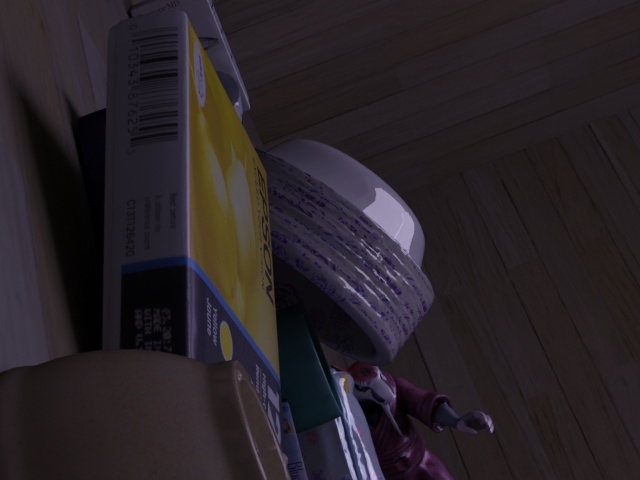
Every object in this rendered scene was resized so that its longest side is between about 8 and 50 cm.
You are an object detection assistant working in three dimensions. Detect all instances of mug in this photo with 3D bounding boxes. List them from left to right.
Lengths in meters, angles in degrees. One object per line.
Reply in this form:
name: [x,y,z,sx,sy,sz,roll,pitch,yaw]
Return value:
mug: [-0.041,0.147,1.384,0.157,0.097,0.129,67,2,-63]

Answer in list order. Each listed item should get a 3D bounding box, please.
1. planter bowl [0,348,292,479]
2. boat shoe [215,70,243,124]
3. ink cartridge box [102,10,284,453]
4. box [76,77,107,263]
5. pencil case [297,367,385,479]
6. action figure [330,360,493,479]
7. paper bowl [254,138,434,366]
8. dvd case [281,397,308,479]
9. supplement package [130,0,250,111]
planter bowl: [-0.072,0.118,0.608,0.162,0.109,0.162,-21,90,-88]
boat shoe: [-0.116,-0.056,1.261,0.306,0.113,0.105,-104,180,-54]
ink cartridge box: [-0.074,0.049,0.935,0.307,0.072,0.303,59,22,-59]
box: [-0.143,-0.007,1.027,0.136,0.036,0.225,67,5,-52]
pencil case: [0.025,0.286,1.497,0.124,0.113,0.273,101,-28,-58]
action figure: [0.098,0.275,1.729,0.275,0.248,0.370,-109,180,-65]
paper bowl: [0.000,0.000,1.428,0.284,0.148,0.284,34,-16,11]
dvd case: [-0.010,0.299,1.242,0.253,0.022,0.180,-109,-171,-53]
supplement package: [-0.174,-0.249,1.756,0.105,0.105,0.179,-104,173,-74]
